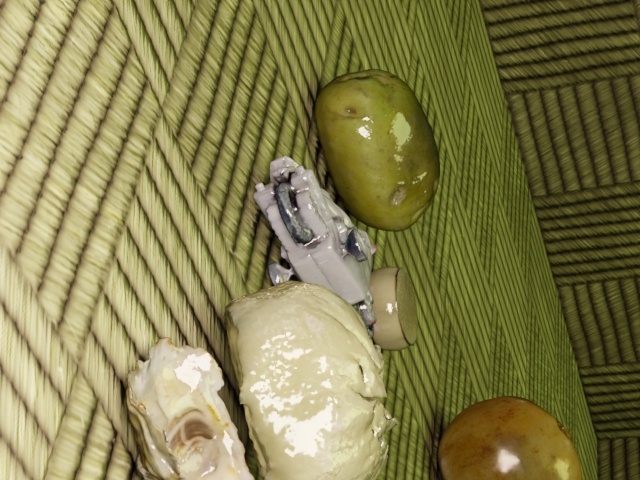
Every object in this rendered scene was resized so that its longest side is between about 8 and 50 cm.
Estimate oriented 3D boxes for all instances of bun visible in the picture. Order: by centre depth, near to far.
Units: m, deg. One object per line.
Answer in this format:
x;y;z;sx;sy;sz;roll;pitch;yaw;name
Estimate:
-0.005;0.161;1.426;0.259;0.152;0.259;166;-90;-87;bun

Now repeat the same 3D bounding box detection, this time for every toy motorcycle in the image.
0.000;0.000;1.712;0.260;0.110;0.171;57;14;-42;toy motorcycle

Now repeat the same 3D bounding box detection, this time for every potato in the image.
0.081;-0.120;1.939;0.197;0.149;0.228;-92;167;-73;potato

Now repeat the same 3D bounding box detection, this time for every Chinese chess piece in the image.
0.102;0.098;2.072;0.122;0.051;0.122;-10;90;-73;Chinese chess piece

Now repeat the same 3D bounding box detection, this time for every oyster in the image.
-0.112;0.208;1.276;0.232;0.107;0.161;60;27;-9;oyster

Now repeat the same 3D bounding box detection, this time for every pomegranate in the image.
0.303;0.354;2.315;0.233;0.233;0.233;-7;90;-73;pomegranate
